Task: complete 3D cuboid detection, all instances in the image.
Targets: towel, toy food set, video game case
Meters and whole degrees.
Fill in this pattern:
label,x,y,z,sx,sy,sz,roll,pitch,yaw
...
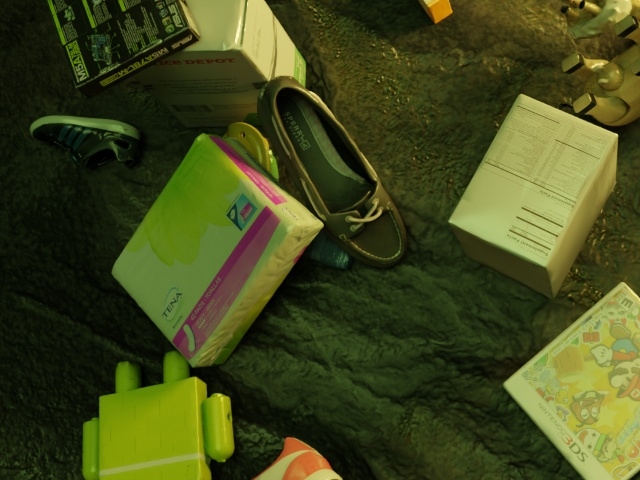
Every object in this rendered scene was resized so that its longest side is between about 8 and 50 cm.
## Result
label,x,y,z,sx,sy,sz,roll,pitch,yaw
towel,0.000,0.000,1.547,0.119,0.029,0.067,20,81,19
toy food set,-0.114,-0.075,1.574,0.128,0.071,0.218,4,93,36
video game case,0.405,0.205,1.376,0.227,0.026,0.206,-41,68,1

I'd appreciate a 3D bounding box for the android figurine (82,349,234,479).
label,x,y,z,sx,sy,sz,roll,pitch,yaw
android figurine,-0.249,0.308,1.502,0.248,0.056,0.273,-15,64,13

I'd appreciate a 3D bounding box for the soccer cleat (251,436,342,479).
label,x,y,z,sx,sy,sz,roll,pitch,yaw
soccer cleat,-0.104,0.412,1.361,0.318,0.108,0.116,-47,47,0

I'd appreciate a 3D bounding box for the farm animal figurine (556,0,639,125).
label,x,y,z,sx,sy,sz,roll,pitch,yaw
farm animal figurine,0.490,-0.228,1.366,0.327,0.172,0.330,-12,73,50

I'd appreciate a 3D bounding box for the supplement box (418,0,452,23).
label,x,y,z,sx,sy,sz,roll,pitch,yaw
supplement box,0.167,-0.405,1.598,0.036,0.062,0.098,-33,68,6

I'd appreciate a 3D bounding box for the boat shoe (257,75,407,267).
label,x,y,z,sx,sy,sz,roll,pitch,yaw
boat shoe,0.018,-0.091,1.453,0.112,0.095,0.335,-36,100,-3

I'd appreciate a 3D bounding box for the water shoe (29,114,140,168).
label,x,y,z,sx,sy,sz,roll,pitch,yaw
water shoe,-0.405,-0.164,1.684,0.203,0.073,0.080,3,78,17

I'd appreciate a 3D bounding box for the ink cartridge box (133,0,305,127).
label,x,y,z,sx,sy,sz,roll,pitch,yaw
ink cartridge box,-0.162,-0.281,1.532,0.211,0.289,0.121,1,75,16

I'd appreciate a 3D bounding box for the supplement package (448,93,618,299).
label,x,y,z,sx,sy,sz,roll,pitch,yaw
supplement package,0.301,-0.056,1.389,0.149,0.194,0.203,27,83,22

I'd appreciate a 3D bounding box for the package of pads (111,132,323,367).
label,x,y,z,sx,sy,sz,roll,pitch,yaw
package of pads,-0.167,0.012,1.502,0.229,0.101,0.296,45,112,23

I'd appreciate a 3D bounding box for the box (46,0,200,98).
label,x,y,z,sx,sy,sz,roll,pitch,yaw
box,-0.284,-0.322,1.402,0.184,0.045,0.190,-28,68,10
